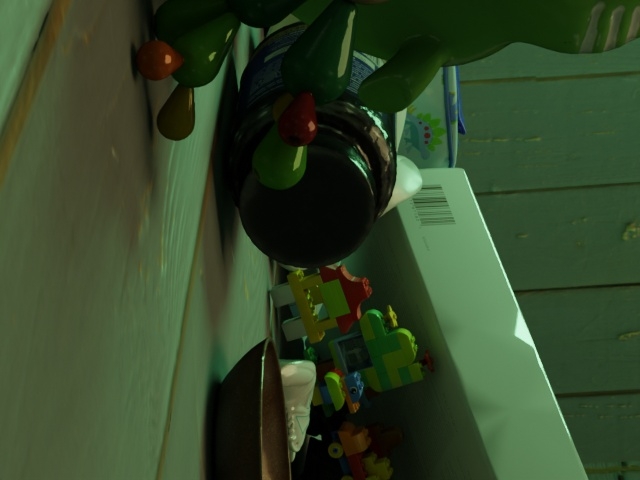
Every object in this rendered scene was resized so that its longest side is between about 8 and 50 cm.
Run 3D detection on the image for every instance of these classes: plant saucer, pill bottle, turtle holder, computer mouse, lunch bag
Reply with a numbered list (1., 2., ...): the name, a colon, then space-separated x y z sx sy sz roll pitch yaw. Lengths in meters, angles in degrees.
1. plant saucer: -0.043 0.162 1.259 0.198 0.036 0.198 -4 90 -86
2. pill bottle: -0.005 -0.069 1.398 0.219 0.123 0.122 -84 170 -64
3. turtle holder: 0.075 -0.235 1.149 0.227 0.320 0.243 -48 130 -30
4. computer mouse: 0.008 0.261 1.771 0.188 0.072 0.272 59 15 -77
5. lunch bag: 0.044 -0.149 1.805 0.090 0.176 0.219 -87 171 -59

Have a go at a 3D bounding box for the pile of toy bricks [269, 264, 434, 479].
1. pile of toy bricks: 0.045 0.110 1.676 0.118 0.105 0.212 -51 123 -75

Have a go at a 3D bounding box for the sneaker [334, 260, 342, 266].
1. sneaker: 0.000 0.000 2.036 0.135 0.052 0.058 -100 172 -46

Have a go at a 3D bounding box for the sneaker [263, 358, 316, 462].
1. sneaker: -0.028 0.123 1.401 0.152 0.054 0.061 77 13 -71

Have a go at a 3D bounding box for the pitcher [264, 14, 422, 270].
1. pitcher: 0.003 -0.088 1.657 0.178 0.125 0.207 -50 143 -30

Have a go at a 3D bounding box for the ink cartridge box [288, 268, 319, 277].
1. ink cartridge box: -0.018 0.005 1.834 0.048 0.028 0.083 -89 174 -48

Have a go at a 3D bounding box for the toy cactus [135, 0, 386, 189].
1. toy cactus: -0.015 -0.144 1.020 0.112 0.180 0.219 26 54 -62

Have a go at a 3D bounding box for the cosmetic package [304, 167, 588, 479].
1. cosmetic package: 0.108 0.166 1.790 0.284 0.097 0.377 116 -37 -48
